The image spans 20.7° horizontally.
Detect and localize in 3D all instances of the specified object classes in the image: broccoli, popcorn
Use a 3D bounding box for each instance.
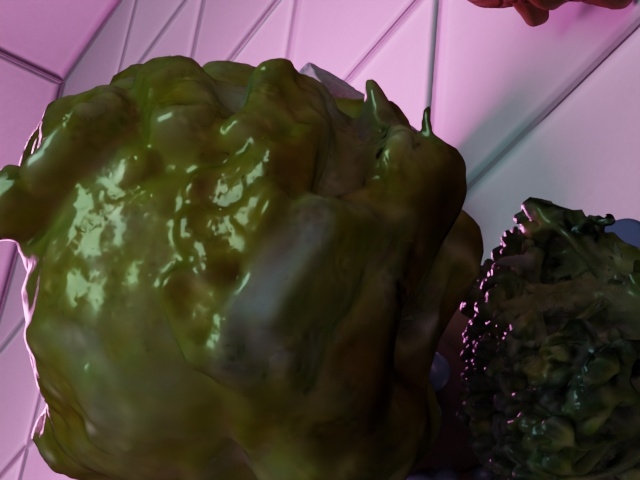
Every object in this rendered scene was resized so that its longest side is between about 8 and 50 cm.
[{"bbox_3d":[0.218,0.085,1.119,0.246,0.248,0.288,-3,45,28],"label":"broccoli"},{"bbox_3d":[-0.059,0.021,1.072,0.312,0.312,0.312,-52,23,33],"label":"popcorn"}]

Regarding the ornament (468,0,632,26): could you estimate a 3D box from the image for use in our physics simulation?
[{"bbox_3d":[0.192,-0.320,1.614,0.221,0.235,0.217,-43,13,-11],"label":"ornament"}]

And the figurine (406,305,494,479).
[{"bbox_3d":[0.048,0.119,1.391,0.248,0.276,0.388,-44,18,-15],"label":"figurine"}]

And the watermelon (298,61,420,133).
[{"bbox_3d":[0.011,0.001,1.747,0.264,0.151,0.302,-60,28,18],"label":"watermelon"}]

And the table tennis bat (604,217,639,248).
[{"bbox_3d":[0.216,0.029,1.385,0.155,0.019,0.100,-2,65,67],"label":"table tennis bat"}]
